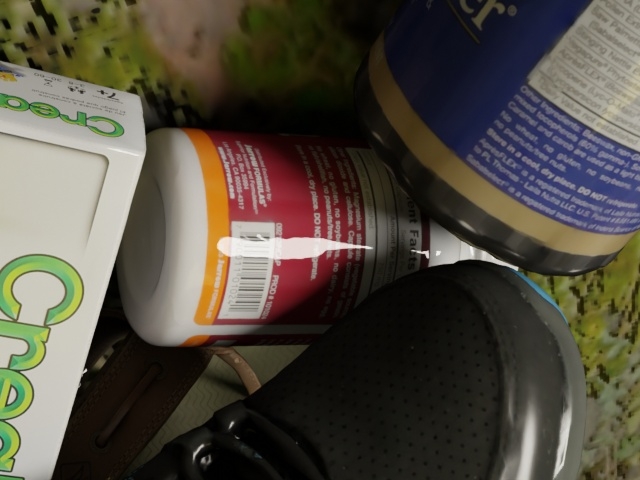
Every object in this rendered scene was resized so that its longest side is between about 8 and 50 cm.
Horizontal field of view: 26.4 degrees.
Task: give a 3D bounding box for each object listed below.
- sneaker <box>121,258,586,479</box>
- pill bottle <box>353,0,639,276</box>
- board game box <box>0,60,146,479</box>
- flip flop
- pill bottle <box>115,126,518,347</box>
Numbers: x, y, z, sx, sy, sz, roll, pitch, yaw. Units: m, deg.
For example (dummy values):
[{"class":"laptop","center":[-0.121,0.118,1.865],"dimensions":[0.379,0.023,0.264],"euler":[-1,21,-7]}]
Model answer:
[{"class":"sneaker","center":[-0.046,0.131,0.461],"dimensions":[0.341,0.125,0.139],"euler":[-47,139,-3]},{"class":"pill bottle","center":[0.115,-0.101,0.463],"dimensions":[0.122,0.123,0.219],"euler":[11,130,-34]},{"class":"board game box","center":[-0.194,0.071,0.480],"dimensions":[0.192,0.053,0.305],"euler":[12,115,-16]},{"class":"flip flop","center":[-0.106,0.071,0.587],"dimensions":[0.277,0.112,0.080],"euler":[-3,123,-14]},{"class":"pill bottle","center":[0.000,0.000,0.554],"dimensions":[0.152,0.086,0.086],"euler":[2,135,-26]}]
